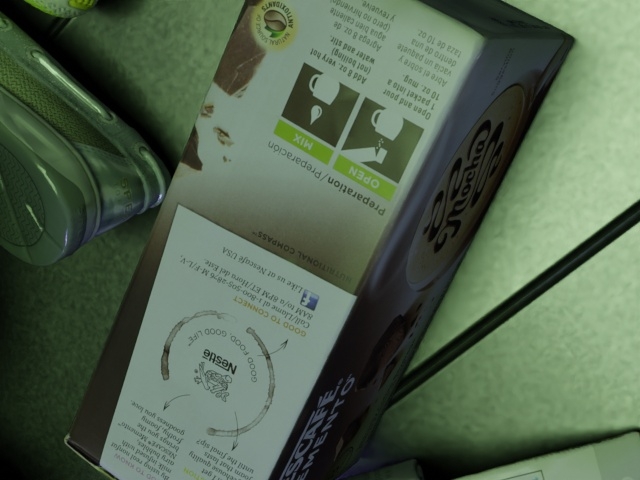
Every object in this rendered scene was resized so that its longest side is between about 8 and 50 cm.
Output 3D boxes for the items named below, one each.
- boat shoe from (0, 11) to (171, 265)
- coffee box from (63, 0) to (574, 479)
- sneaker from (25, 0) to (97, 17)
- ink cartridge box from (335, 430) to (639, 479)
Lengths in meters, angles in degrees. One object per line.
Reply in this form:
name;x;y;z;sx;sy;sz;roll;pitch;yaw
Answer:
boat shoe;-0.236;-0.115;0.749;0.320;0.103;0.118;41;133;20
coffee box;0.000;0.000;0.604;0.119;0.168;0.297;32;110;18
sneaker;-0.210;-0.253;0.719;0.240;0.091;0.126;38;100;9
ink cartridge box;0.093;0.277;0.666;0.261;0.066;0.296;-15;92;2
